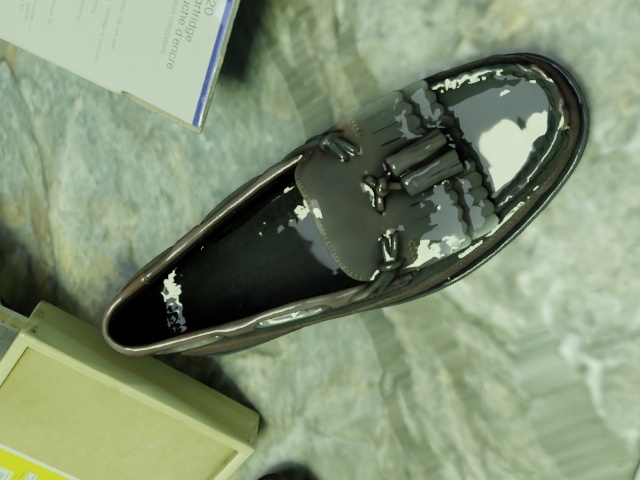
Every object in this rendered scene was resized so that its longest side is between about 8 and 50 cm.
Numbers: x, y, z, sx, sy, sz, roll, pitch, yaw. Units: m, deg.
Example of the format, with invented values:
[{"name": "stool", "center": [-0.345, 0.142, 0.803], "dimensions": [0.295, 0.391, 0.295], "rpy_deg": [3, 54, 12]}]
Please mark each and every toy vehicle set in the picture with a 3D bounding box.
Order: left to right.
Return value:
[{"name": "toy vehicle set", "center": [-0.188, 0.180, 0.476], "dimensions": [0.166, 0.035, 0.267], "rpy_deg": [34, 113, -18]}]

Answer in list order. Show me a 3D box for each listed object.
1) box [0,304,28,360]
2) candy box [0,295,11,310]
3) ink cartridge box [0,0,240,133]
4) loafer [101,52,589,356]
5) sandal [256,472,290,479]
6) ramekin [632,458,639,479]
[{"name": "box", "center": [-0.283, 0.125, 0.500], "dimensions": [0.231, 0.056, 0.183], "rpy_deg": [29, 114, -15]}, {"name": "candy box", "center": [-0.379, 0.011, 0.542], "dimensions": [0.159, 0.071, 0.233], "rpy_deg": [-13, 117, 30]}, {"name": "ink cartridge box", "center": [-0.134, -0.262, 0.430], "dimensions": [0.307, 0.072, 0.303], "rpy_deg": [27, 107, 21]}, {"name": "loafer", "center": [0.000, 0.000, 0.373], "dimensions": [0.303, 0.095, 0.109], "rpy_deg": [-30, 83, 28]}, {"name": "sandal", "center": [-0.068, 0.253, 0.464], "dimensions": [0.090, 0.060, 0.219], "rpy_deg": [46, 115, 15]}, {"name": "ramekin", "center": [0.252, 0.162, 0.240], "dimensions": [0.273, 0.127, 0.272], "rpy_deg": [4, 99, 28]}]
